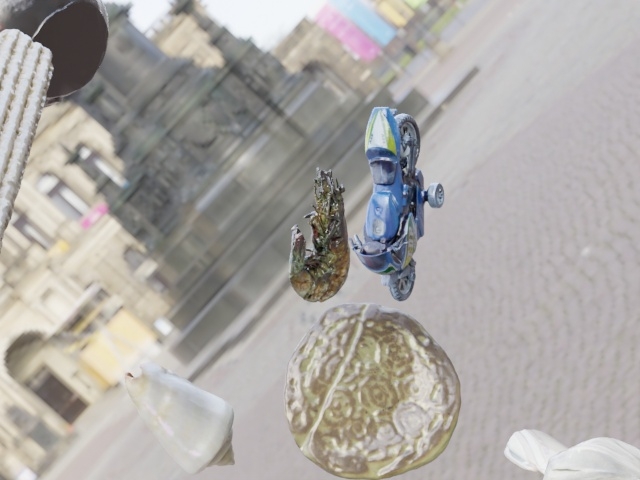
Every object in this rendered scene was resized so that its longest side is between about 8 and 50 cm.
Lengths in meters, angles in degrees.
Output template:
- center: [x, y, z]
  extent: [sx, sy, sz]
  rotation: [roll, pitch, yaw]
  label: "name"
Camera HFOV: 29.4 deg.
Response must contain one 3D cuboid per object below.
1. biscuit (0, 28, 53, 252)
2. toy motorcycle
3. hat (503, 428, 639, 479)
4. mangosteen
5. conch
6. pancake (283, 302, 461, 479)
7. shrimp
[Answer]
- center: [-0.378, -0.078, 1.320]
  extent: [0.144, 0.078, 0.426]
  rotation: [-45, 26, 24]
  label: "biscuit"
- center: [0.092, -0.044, 1.573]
  extent: [0.092, 0.254, 0.135]
  rotation: [3, 6, 29]
  label: "toy motorcycle"
- center: [0.385, 0.313, 1.678]
  extent: [0.164, 0.219, 0.226]
  rotation: [-47, 26, 19]
  label: "hat"
- center: [-0.445, -0.333, 1.804]
  extent: [0.287, 0.233, 0.287]
  rotation: [-33, -43, -38]
  label: "mangosteen"
- center: [-0.170, 0.216, 1.488]
  extent: [0.104, 0.176, 0.094]
  rotation: [-61, 8, -32]
  label: "conch"
- center: [0.071, 0.204, 1.644]
  extent: [0.250, 0.250, 0.031]
  rotation: [-49, -9, -23]
  label: "pancake"
- center: [0.000, 0.000, 1.353]
  extent: [0.091, 0.034, 0.161]
  rotation: [-28, -53, -39]
  label: "shrimp"
